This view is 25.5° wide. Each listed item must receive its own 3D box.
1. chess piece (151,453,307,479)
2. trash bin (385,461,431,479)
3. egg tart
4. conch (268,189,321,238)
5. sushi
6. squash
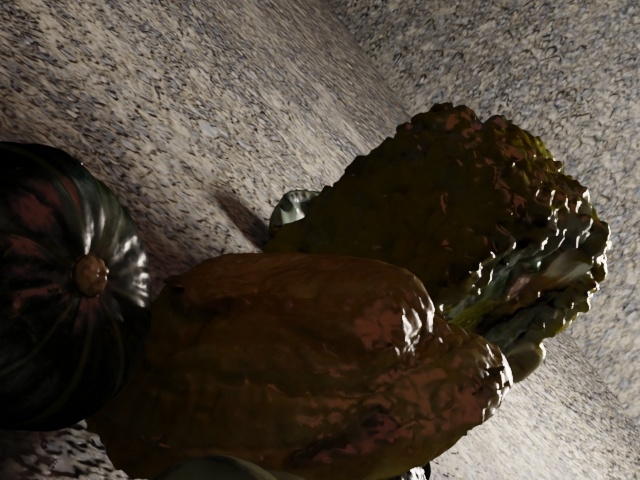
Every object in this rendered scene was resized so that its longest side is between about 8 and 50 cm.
[{"bbox_3d":[0.024,0.264,1.034,0.330,0.182,0.182,20,32,-45],"label":"chess piece"},{"bbox_3d":[0.031,0.281,1.248,0.175,0.175,0.161,35,32,-45],"label":"trash bin"},{"bbox_3d":[-0.034,0.101,1.189,0.351,0.153,0.339,11,19,35],"label":"egg tart"},{"bbox_3d":[-0.010,-0.011,1.959,0.173,0.106,0.116,5,67,-45],"label":"conch"},{"bbox_3d":[0.154,0.039,1.747,0.240,0.396,0.351,56,10,34],"label":"sushi"},{"bbox_3d":[-0.221,0.033,1.034,0.172,0.218,0.218,5,-25,46],"label":"squash"}]
